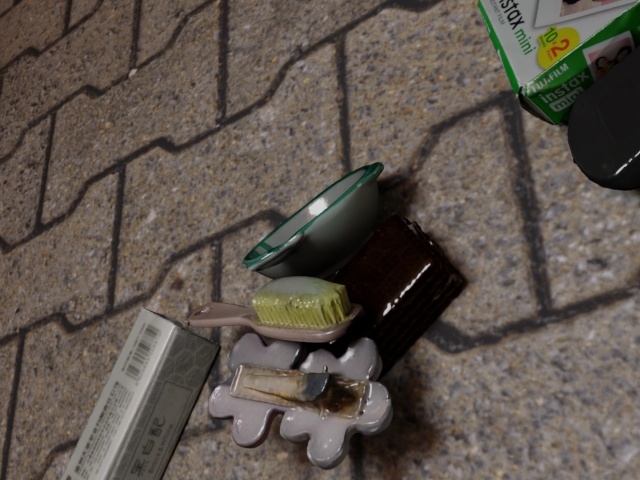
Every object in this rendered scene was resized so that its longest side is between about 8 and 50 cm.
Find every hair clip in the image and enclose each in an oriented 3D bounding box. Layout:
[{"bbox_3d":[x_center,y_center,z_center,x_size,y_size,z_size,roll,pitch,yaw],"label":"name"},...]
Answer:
[{"bbox_3d":[-0.029,0.168,1.019,0.257,0.075,0.146,-4,64,50],"label":"hair clip"}]

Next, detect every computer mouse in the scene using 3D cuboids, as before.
[{"bbox_3d":[0.364,-0.149,0.892,0.269,0.086,0.138,-43,36,31],"label":"computer mouse"}]

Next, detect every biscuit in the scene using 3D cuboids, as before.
[{"bbox_3d":[0.049,0.095,1.080,0.252,0.070,0.106,-50,43,12],"label":"biscuit"}]

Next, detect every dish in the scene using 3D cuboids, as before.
[{"bbox_3d":[0.000,0.000,1.126,0.224,0.078,0.246,-33,8,25],"label":"dish"}]

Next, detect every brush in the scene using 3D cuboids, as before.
[{"bbox_3d":[-0.071,0.074,1.096,0.312,0.072,0.067,-3,110,50],"label":"brush"}]

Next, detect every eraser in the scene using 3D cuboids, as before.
[{"bbox_3d":[-0.273,0.300,1.264,0.098,0.096,0.404,19,83,46],"label":"eraser"}]

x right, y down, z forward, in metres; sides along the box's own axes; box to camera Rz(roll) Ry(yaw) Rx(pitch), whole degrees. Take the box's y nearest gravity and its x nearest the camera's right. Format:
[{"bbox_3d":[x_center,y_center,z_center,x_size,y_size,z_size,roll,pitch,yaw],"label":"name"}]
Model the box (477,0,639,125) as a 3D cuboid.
[{"bbox_3d":[0.305,-0.258,0.997,0.250,0.103,0.180,-35,47,25],"label":"box"}]
